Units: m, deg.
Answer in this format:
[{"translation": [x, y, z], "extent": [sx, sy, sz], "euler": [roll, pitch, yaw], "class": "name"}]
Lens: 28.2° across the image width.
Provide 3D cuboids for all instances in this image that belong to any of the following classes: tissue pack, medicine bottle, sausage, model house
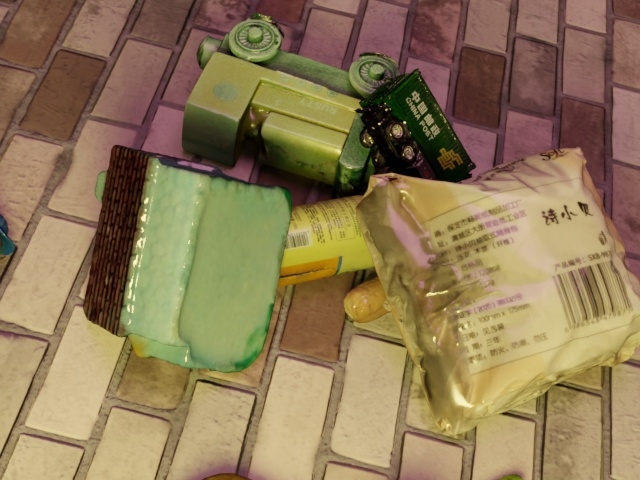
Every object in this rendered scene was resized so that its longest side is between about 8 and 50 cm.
[{"translation": [0.276, 0.055, 1.866], "extent": [0.375, 0.195, 0.390], "euler": [-13, 76, -19], "class": "tissue pack"}, {"translation": [0.000, 0.000, 1.937], "extent": [0.239, 0.124, 0.124], "euler": [-9, 50, -23], "class": "medicine bottle"}, {"translation": [0.163, 0.056, 1.963], "extent": [0.301, 0.066, 0.066], "euler": [-19, 54, -30], "class": "sausage"}, {"translation": [-0.218, 0.023, 1.796], "extent": [0.248, 0.280, 0.230], "euler": [13, 2, 35], "class": "model house"}]

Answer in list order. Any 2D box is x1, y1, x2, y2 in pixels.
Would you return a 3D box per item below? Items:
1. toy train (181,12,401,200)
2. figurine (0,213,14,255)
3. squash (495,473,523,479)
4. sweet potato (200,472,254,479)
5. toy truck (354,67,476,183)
[{"translation": [-0.037, -0.213, 2.117], "extent": [0.397, 0.160, 0.253], "euler": [19, 52, 4], "class": "toy train"}, {"translation": [-0.510, 0.009, 1.840], "extent": [0.136, 0.077, 0.079], "euler": [-35, 27, -21], "class": "figurine"}, {"translation": [0.239, 0.339, 1.736], "extent": [0.089, 0.027, 0.027], "euler": [-16, 53, -26], "class": "squash"}, {"translation": [-0.148, 0.333, 1.614], "extent": [0.249, 0.059, 0.069], "euler": [-6, 86, -18], "class": "sweet potato"}, {"translation": [0.160, -0.127, 2.025], "extent": [0.121, 0.088, 0.259], "euler": [-45, 112, -32], "class": "toy truck"}]
